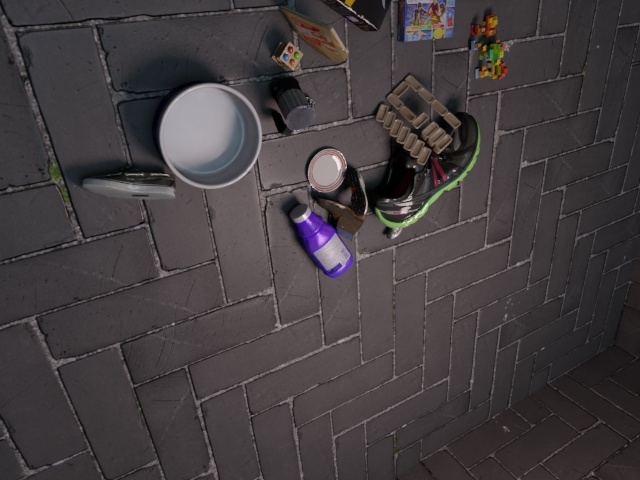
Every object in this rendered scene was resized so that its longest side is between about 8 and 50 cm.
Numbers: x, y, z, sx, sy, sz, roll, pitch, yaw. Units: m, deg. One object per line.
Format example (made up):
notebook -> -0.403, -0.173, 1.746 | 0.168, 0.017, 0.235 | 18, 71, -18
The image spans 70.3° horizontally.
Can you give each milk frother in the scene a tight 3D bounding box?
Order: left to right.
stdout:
milk frother -> -0.055, -0.364, 1.265 | 0.143, 0.134, 0.129 | -8, 146, -26

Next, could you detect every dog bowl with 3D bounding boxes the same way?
dog bowl -> -0.293, -0.274, 1.181 | 0.265, 0.104, 0.265 | -12, 117, -26

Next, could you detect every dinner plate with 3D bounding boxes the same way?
dinner plate -> 0.020, -0.223, 1.449 | 0.141, 0.017, 0.141 | -13, 118, -27

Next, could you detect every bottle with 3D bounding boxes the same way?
bottle -> 0.000, 0.000, 1.489 | 0.118, 0.092, 0.283 | -43, 126, -8

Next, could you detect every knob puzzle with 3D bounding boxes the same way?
knob puzzle -> 0.002, -0.538, 1.200 | 0.213, 0.213, 0.030 | 30, 94, -37

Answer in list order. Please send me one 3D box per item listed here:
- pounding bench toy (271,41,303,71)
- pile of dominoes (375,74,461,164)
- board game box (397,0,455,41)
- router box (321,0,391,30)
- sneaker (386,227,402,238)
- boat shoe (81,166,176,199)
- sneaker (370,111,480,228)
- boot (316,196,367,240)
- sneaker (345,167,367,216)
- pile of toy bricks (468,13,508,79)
pounding bench toy -> -0.078, -0.493, 1.237 | 0.083, 0.065, 0.052 | 29, 94, -37
pile of dominoes -> 0.308, -0.383, 1.471 | 0.196, 0.040, 0.251 | -43, 84, -5
board game box -> 0.331, -0.698, 1.413 | 0.201, 0.035, 0.136 | -16, 119, -25
router box -> 0.115, -0.769, 1.221 | 0.243, 0.081, 0.308 | 17, 101, -36
sneaker -> 0.274, -0.069, 1.660 | 0.058, 0.052, 0.135 | 37, 82, -27
boat shoe -> -0.481, -0.147, 1.151 | 0.219, 0.078, 0.070 | 3, 75, -29
sneaker -> 0.360, -0.256, 1.539 | 0.483, 0.185, 0.202 | -50, 131, -4
boot -> 0.058, -0.070, 1.501 | 0.219, 0.082, 0.106 | 19, 98, -38
sneaker -> 0.129, -0.156, 1.484 | 0.075, 0.057, 0.161 | -1, 76, -61
pile of toy bricks -> 0.586, -0.648, 1.547 | 0.118, 0.105, 0.212 | -25, 122, -20
